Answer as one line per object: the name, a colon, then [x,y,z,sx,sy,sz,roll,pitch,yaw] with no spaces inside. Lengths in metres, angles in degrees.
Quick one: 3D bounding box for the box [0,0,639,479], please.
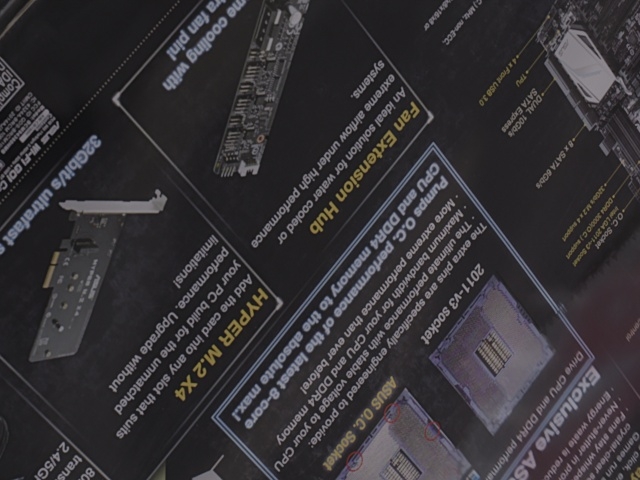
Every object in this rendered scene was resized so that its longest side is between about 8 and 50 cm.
box: [0.000,0.000,0.506,0.307,0.076,0.242,-52,-56,-17]
